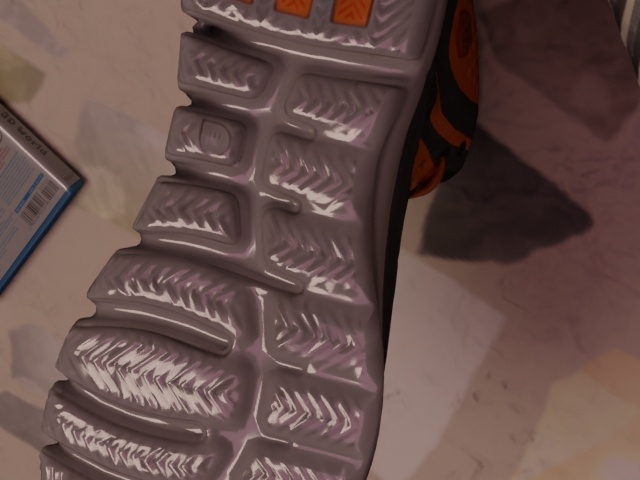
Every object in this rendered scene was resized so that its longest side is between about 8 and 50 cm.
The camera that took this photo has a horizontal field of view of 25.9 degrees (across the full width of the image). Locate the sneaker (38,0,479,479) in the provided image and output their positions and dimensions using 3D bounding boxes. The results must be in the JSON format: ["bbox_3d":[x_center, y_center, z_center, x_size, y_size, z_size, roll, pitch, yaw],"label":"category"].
[{"bbox_3d":[0.000,0.000,0.553,0.124,0.180,0.321,21,99,14],"label":"sneaker"}]

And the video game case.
[{"bbox_3d":[-0.218,-0.052,0.758,0.166,0.015,0.119,43,129,-1],"label":"video game case"}]

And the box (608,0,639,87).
[{"bbox_3d":[0.155,-0.102,0.473,0.094,0.113,0.275,-14,109,34],"label":"box"}]
